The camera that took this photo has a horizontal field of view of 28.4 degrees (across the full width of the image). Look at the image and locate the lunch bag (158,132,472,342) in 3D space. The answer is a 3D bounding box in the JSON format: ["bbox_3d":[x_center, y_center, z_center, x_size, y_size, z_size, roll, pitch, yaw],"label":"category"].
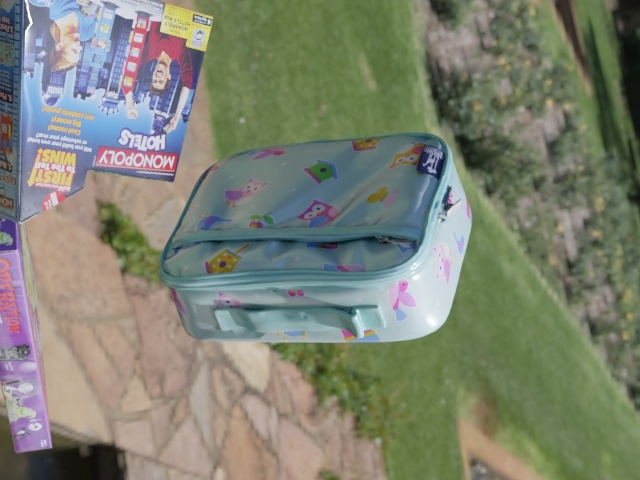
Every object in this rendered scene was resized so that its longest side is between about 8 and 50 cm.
[{"bbox_3d":[0.000,0.000,1.182,0.224,0.279,0.108,-67,146,-49],"label":"lunch bag"}]

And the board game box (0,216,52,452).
[{"bbox_3d":[-0.324,0.045,1.322,0.347,0.056,0.208,97,-14,-50],"label":"board game box"}]

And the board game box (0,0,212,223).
[{"bbox_3d":[-0.194,-0.109,1.008,0.194,0.060,0.194,7,101,-49],"label":"board game box"}]
